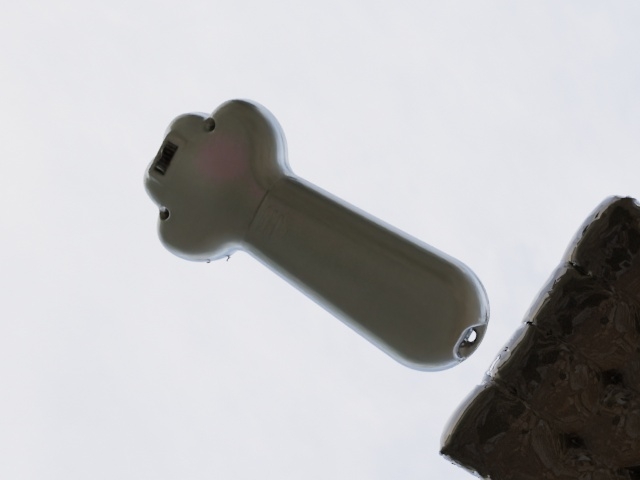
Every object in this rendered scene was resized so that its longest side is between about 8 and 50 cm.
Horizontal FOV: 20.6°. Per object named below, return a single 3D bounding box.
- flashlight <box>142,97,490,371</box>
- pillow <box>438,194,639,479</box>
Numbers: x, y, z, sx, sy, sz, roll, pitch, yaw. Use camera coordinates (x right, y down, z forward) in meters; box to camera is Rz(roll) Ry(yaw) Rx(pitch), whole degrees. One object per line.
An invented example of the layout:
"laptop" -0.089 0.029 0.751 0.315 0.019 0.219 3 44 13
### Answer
"flashlight" 0.000 0.000 0.924 0.200 0.047 0.093 31 -76 12
"pillow" 0.271 0.142 1.231 0.326 0.101 0.228 35 -95 -4
